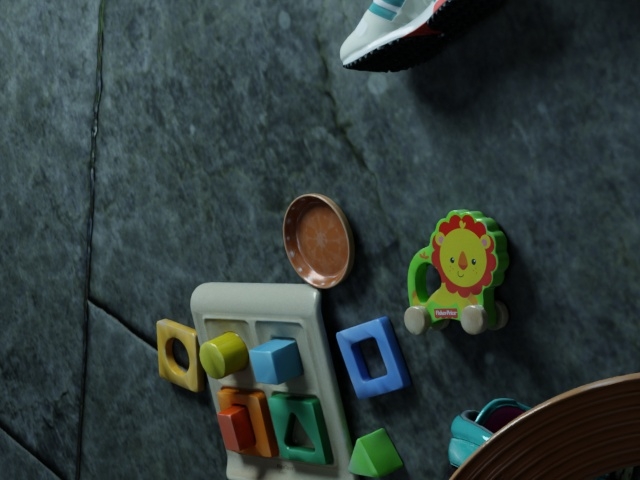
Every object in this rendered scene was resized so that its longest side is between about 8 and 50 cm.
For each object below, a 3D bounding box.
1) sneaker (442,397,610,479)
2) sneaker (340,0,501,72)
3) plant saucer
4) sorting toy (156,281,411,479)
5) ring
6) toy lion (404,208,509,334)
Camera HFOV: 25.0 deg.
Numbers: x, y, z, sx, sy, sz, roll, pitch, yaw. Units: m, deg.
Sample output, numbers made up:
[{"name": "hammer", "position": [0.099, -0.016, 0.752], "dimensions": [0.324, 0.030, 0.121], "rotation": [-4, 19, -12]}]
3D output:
[{"name": "sneaker", "position": [0.134, 0.215, 1.092], "dimensions": [0.124, 0.178, 0.295], "rotation": [23, 163, 8]}, {"name": "sneaker", "position": [0.071, -0.184, 1.085], "dimensions": [0.161, 0.057, 0.075], "rotation": [-29, 65, 49]}, {"name": "plant saucer", "position": [0.000, 0.000, 1.243], "dimensions": [0.083, 0.013, 0.083], "rotation": [17, 114, 43]}, {"name": "sorting toy", "position": [-0.055, 0.139, 1.323], "dimensions": [0.348, 0.047, 0.196], "rotation": [-1, 102, 48]}, {"name": "ring", "position": [0.219, 0.242, 0.905], "dimensions": [0.337, 0.032, 0.336], "rotation": [1, 107, 3]}, {"name": "toy lion", "position": [0.106, 0.024, 1.126], "dimensions": [0.100, 0.034, 0.096], "rotation": [-5, 92, 48]}]
